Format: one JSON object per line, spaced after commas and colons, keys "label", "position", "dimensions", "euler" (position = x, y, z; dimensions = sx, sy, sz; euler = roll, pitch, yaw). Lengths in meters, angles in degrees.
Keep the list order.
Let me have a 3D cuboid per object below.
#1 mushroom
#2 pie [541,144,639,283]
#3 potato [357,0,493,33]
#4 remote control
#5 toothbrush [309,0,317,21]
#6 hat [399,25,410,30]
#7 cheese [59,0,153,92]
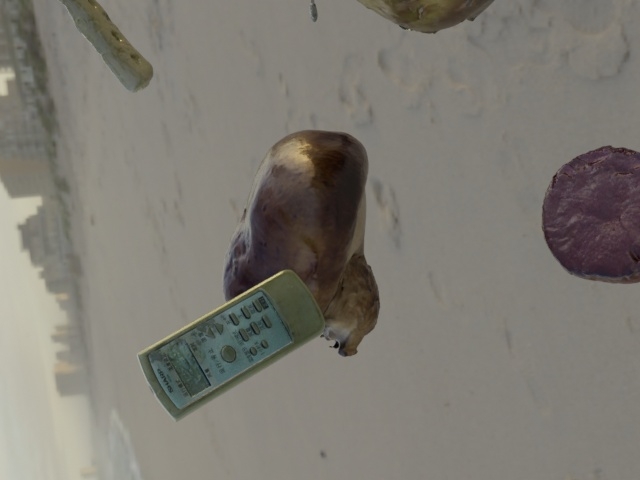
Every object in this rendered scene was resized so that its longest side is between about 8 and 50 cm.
{"label": "mushroom", "position": [0.000, 0.000, 1.353], "dimensions": [0.345, 0.260, 0.345], "euler": [-159, 90, -83]}
{"label": "pie", "position": [0.304, -0.024, 0.925], "dimensions": [0.154, 0.036, 0.154], "euler": [-5, 82, 35]}
{"label": "potato", "position": [0.144, -0.403, 1.150], "dimensions": [0.237, 0.301, 0.289], "euler": [50, -171, 2]}
{"label": "remote control", "position": [-0.109, 0.127, 1.106], "dimensions": [0.098, 0.233, 0.038], "euler": [58, 164, 9]}
{"label": "toothbrush", "position": [-0.020, -0.477, 1.575], "dimensions": [0.017, 0.014, 0.194], "euler": [79, -175, -70]}
{"label": "hat", "position": [0.143, -0.456, 1.521], "dimensions": [0.138, 0.078, 0.191], "euler": [121, 148, -50]}
{"label": "cheese", "position": [-0.327, -0.310, 1.336], "dimensions": [0.194, 0.043, 0.065], "euler": [52, -151, -14]}
